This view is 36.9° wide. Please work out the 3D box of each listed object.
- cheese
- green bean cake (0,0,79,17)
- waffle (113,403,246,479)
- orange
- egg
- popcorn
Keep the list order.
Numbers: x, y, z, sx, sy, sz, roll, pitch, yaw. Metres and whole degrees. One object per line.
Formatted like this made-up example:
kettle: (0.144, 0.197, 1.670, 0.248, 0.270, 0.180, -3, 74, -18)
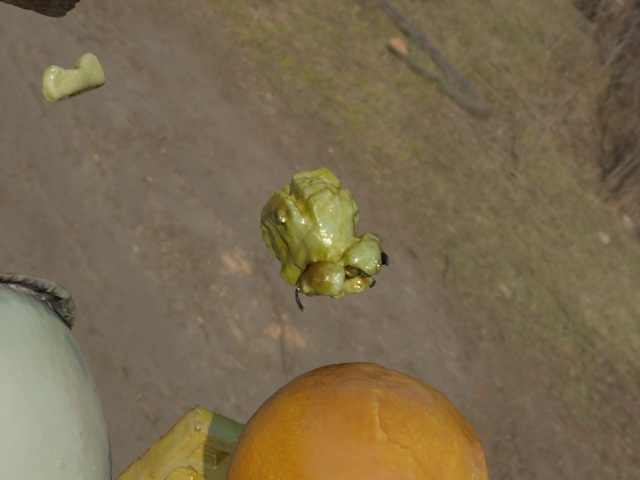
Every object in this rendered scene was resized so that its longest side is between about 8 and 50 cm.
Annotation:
cheese: (-0.271, -0.180, 1.054, 0.083, 0.030, 0.044, -34, 116, -52)
green bean cake: (-0.442, -0.431, 1.443, 0.199, 0.233, 0.097, 14, 77, -25)
waffle: (-0.161, 0.350, 1.361, 0.221, 0.248, 0.055, 29, 28, -33)
orange: (0.030, 0.235, 0.832, 0.261, 0.261, 0.261, 35, 24, -19)
egg: (-0.246, 0.156, 0.565, 0.286, 0.264, 0.174, -6, 52, -50)
popcorn: (-0.006, 0.004, 1.392, 0.174, 0.168, 0.195, -11, 67, -43)
